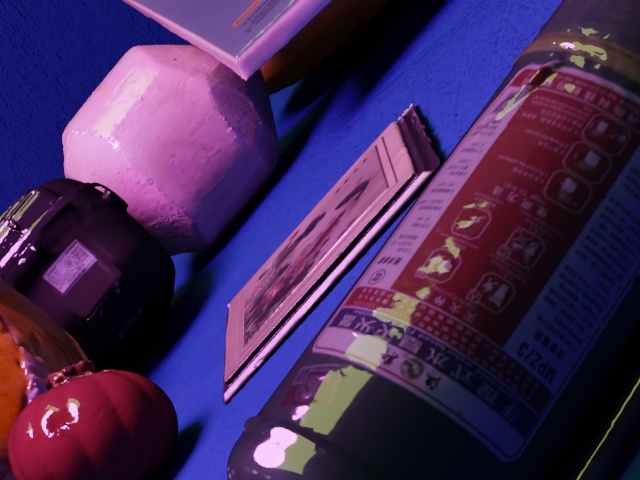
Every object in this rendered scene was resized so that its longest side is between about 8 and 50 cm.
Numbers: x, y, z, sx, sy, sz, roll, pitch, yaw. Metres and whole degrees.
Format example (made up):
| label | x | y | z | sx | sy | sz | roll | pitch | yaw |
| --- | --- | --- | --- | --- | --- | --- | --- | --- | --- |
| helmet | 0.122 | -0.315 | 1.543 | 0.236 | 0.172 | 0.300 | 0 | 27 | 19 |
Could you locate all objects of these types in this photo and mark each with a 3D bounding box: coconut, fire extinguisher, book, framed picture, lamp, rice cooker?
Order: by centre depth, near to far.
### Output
| label | x | y | z | sx | sy | sz | roll | pitch | yaw |
| --- | --- | --- | --- | --- | --- | --- | --- | --- | --- |
| fire extinguisher | 0.044 | 0.043 | 0.548 | 0.294 | 0.118 | 0.093 | -53 | -24 | -17 |
| lamp | -0.132 | 0.116 | 1.010 | 0.101 | 0.090 | 0.101 | -19 | -9 | -3 |
| framed picture | 0.000 | 0.000 | 1.078 | 0.195 | 0.010 | 0.199 | -48 | 11 | 9 |
| rice cooker | -0.184 | 0.032 | 1.313 | 0.142 | 0.118 | 0.203 | -52 | -16 | -6 |
| coconut | -0.118 | -0.086 | 1.432 | 0.183 | 0.171 | 0.171 | -52 | 11 | -16 |
| book | -0.033 | -0.265 | 1.451 | 0.264 | 0.031 | 0.379 | -42 | 27 | -4 |

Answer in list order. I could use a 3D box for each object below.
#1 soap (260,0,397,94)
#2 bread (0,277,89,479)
| label | x | y | z | sx | sy | sz | roll | pitch | yaw |
| --- | --- | --- | --- | --- | --- | --- | --- | --- | --- |
| soap | 0.050 | -0.277 | 1.544 | 0.427 | 0.115 | 0.306 | -38 | 19 | 47 |
| bread | -0.274 | 0.164 | 1.191 | 0.288 | 0.119 | 0.152 | -47 | 51 | 14 |
